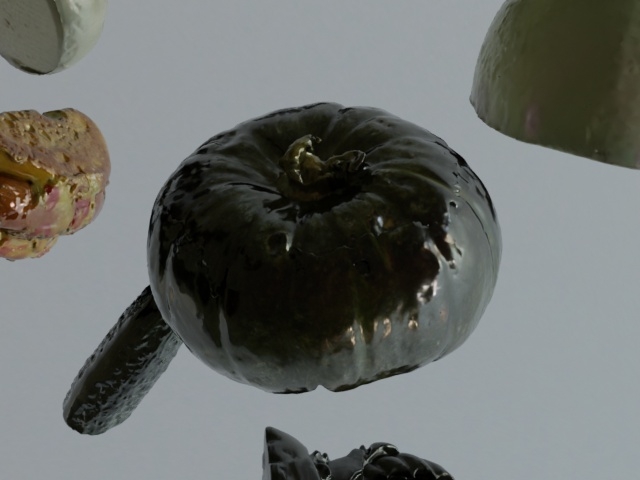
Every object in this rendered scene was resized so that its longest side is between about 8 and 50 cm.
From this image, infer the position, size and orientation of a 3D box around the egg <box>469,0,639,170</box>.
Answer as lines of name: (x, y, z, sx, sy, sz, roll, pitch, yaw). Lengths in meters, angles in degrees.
egg: (0.309, -0.200, 1.289, 0.337, 0.337, 0.201, 11, -69, 19)

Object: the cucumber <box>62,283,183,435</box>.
cucumber: (-0.189, 0.114, 1.314, 0.074, 0.074, 0.241, 57, -47, 19)

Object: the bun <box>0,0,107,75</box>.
bun: (-0.209, -0.202, 1.001, 0.138, 0.138, 0.094, 41, -126, 21)

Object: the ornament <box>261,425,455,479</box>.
ornament: (0.078, 0.271, 1.144, 0.260, 0.251, 0.106, 4, -60, -12)

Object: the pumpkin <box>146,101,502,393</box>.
pumpkin: (0.001, -0.003, 0.872, 0.238, 0.238, 0.159, 15, -53, 20)

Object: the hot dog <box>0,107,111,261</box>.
hot dog: (-0.340, -0.063, 1.519, 0.150, 0.256, 0.153, -37, -99, 24)
